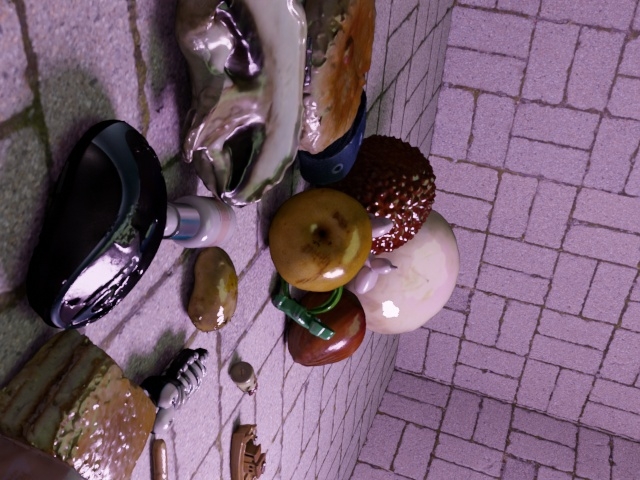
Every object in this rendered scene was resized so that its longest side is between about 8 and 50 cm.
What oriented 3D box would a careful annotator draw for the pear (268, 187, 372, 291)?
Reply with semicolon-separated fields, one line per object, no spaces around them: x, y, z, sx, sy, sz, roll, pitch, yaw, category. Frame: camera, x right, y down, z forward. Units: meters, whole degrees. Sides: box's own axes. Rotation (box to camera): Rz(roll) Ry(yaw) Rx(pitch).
0.000;0.000;1.384;0.209;0.209;0.208;15;90;-75;pear

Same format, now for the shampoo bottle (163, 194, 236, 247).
-0.178;-0.025;0.955;0.192;0.074;0.073;-8;112;-75;shampoo bottle

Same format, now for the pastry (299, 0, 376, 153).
-0.004;-0.306;1.197;0.330;0.137;0.329;16;90;-76;pastry

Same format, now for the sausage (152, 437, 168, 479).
-0.258;0.371;1.139;0.024;0.024;0.132;-53;154;-55;sausage

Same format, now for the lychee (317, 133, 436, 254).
0.119;-0.103;1.611;0.276;0.305;0.275;32;50;-47;lychee

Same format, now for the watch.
-0.010;0.113;1.524;0.152;0.165;0.131;-58;170;-4;watch

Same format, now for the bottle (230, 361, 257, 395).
-0.147;0.276;1.407;0.101;0.047;0.063;79;19;-60;bottle

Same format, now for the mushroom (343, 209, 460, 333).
0.173;0.062;1.851;0.325;0.353;0.352;-28;132;-52;mushroom

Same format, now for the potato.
-0.166;0.078;1.106;0.091;0.070;0.137;-39;141;-67;potato

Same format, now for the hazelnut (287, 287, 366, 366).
0.010;0.202;1.690;0.210;0.210;0.186;39;42;-74;hazelnut

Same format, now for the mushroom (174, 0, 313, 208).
-0.117;-0.210;0.933;0.247;0.130;0.344;-47;151;-29;mushroom

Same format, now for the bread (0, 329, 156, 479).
-0.268;0.201;0.796;0.196;0.102;0.138;83;23;-50;bread

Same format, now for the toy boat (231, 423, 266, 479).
-0.153;0.475;1.525;0.064;0.072;0.206;-59;159;-52;toy boat

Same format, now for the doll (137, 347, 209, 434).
-0.223;0.221;1.043;0.219;0.067;0.091;-34;140;-66;doll

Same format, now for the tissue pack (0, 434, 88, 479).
-0.291;0.370;0.634;0.238;0.239;0.305;89;21;-45;tissue pack

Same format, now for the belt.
0.025;-0.209;1.427;0.128;0.122;0.218;86;23;-58;belt

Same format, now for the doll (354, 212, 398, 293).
0.094;0.012;1.478;0.160;0.161;0.059;-44;167;34;doll

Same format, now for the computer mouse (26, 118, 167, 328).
-0.225;-0.013;0.758;0.137;0.097;0.233;44;60;-73;computer mouse
